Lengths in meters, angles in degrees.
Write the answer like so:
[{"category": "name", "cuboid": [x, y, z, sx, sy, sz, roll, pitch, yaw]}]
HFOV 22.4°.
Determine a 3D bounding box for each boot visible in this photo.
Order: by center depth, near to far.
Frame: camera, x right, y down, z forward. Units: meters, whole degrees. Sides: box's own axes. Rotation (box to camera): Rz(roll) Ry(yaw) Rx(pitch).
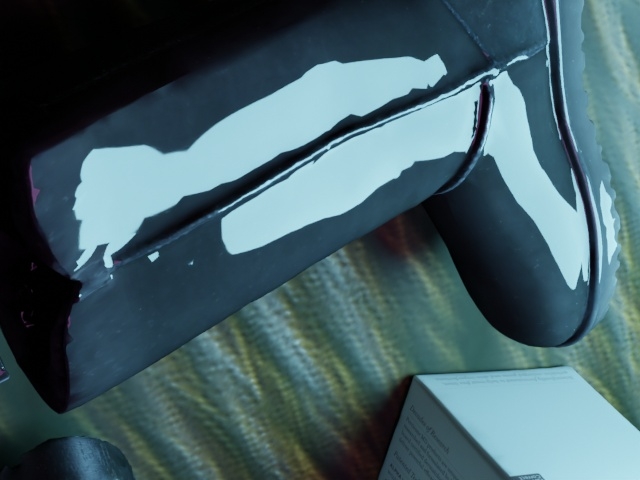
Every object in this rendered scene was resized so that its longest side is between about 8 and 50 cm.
[{"category": "boot", "cuboid": [-0.001, -0.002, 1.086, 0.445, 0.146, 0.367, -31, 120, -34]}]

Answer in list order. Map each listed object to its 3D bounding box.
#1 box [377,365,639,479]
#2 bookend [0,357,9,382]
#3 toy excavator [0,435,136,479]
[{"category": "box", "cuboid": [0.178, 0.205, 1.368, 0.181, 0.182, 0.119, 0, 120, -32]}, {"category": "bookend", "cuboid": [-0.234, 0.034, 1.070, 0.156, 0.072, 0.157, -27, 130, -16]}, {"category": "toy excavator", "cuboid": [-0.294, 0.345, 1.153, 0.445, 0.222, 0.433, -37, 136, 9]}]
